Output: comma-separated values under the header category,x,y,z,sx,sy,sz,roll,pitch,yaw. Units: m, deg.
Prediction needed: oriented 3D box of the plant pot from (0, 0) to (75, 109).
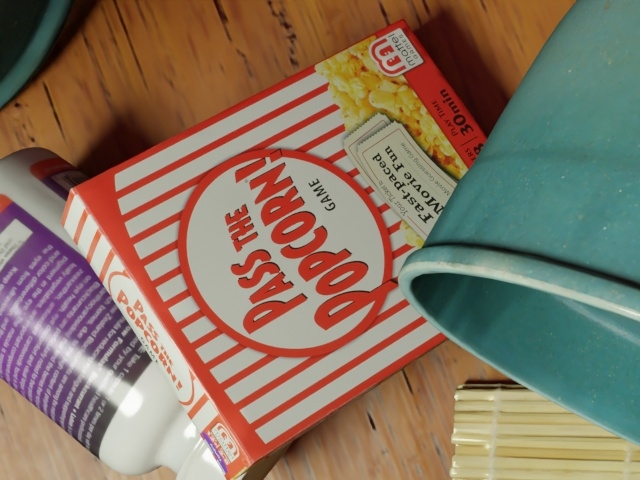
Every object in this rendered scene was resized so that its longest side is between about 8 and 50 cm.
category,x,y,z,sx,sy,sz,roll,pitch,yaw
plant pot,-0.313,-0.131,0.576,0.341,0.334,0.341,5,116,10

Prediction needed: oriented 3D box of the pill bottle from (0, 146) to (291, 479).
category,x,y,z,sx,sy,sz,roll,pitch,yaw
pill bottle,-0.100,0.049,0.693,0.193,0.108,0.108,37,98,11

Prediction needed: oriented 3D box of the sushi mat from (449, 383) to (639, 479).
category,x,y,z,sx,sy,sz,roll,pitch,yaw
sushi mat,0.219,0.146,0.661,0.317,0.019,0.151,0,89,13

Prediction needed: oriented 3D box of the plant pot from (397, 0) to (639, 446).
category,x,y,z,sx,sy,sz,roll,pitch,yaw
plant pot,0.208,-0.038,0.551,0.272,0.271,0.255,25,80,12

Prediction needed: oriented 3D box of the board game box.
category,x,y,z,sx,sy,sz,roll,pitch,yaw
board game box,0.000,0.000,0.650,0.193,0.045,0.146,-31,81,-25
